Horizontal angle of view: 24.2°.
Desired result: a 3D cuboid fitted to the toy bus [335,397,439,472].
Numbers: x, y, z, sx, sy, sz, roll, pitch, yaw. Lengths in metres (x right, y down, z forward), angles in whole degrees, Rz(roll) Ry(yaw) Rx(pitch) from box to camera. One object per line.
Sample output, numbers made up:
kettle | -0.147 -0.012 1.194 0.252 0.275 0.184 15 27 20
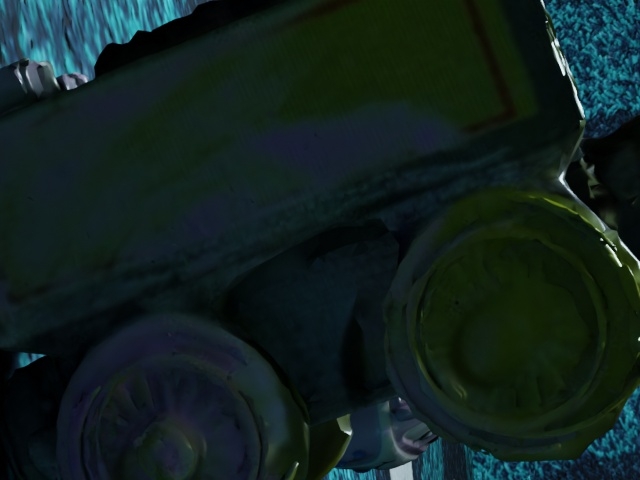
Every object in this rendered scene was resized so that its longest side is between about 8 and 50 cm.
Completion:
toy bus | 0.028 0.045 0.955 0.142 0.142 0.202 49 36 -75

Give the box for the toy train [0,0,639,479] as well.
toy train | 0.000 0.000 0.503 0.134 0.261 0.177 -24 93 -81
